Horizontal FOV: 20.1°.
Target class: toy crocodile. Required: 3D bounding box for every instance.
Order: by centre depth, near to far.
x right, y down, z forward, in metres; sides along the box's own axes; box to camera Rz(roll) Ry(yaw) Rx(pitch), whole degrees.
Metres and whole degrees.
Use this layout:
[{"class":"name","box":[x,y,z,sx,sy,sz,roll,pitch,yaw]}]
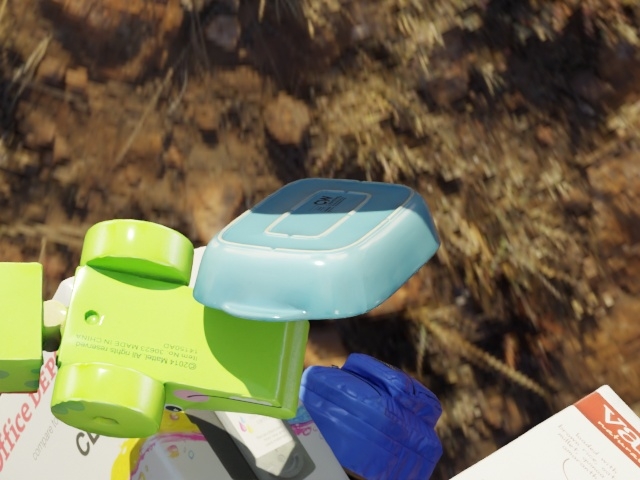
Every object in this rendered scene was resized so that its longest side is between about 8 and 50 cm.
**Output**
[{"class":"toy crocodile","box":[-0.177,0.052,1.042,0.341,0.105,0.115,6,67,-6]}]

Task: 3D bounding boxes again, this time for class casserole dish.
[{"class":"casserole dish","box":[0.000,0.000,1.042,0.114,0.188,0.037,6,108,21]}]

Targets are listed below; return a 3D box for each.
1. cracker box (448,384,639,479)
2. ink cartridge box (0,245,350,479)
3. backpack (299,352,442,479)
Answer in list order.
[{"class":"cracker box","box":[0.098,0.150,0.646,0.155,0.232,0.067,46,116,14]},{"class":"ink cartridge box","box":[-0.096,0.196,1.246,0.131,0.306,0.226,-13,149,-41]},{"class":"backpack","box":[0.028,0.140,1.404,0.120,0.098,0.101,28,84,-49]}]
